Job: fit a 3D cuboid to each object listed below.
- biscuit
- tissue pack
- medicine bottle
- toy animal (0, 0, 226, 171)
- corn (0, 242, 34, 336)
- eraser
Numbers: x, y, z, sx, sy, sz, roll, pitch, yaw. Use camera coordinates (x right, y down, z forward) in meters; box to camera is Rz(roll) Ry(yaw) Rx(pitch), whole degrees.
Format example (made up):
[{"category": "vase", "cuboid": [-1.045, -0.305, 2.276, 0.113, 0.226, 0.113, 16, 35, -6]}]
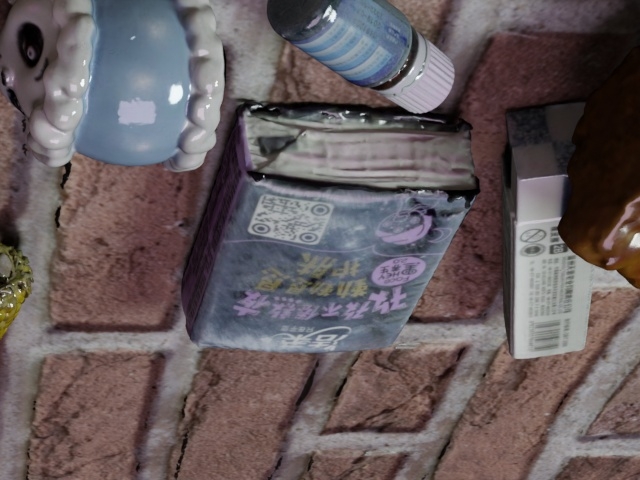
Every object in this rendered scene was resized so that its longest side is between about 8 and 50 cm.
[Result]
[{"category": "biscuit", "cuboid": [0.443, -0.111, 1.678, 0.343, 0.166, 0.395, 20, 121, -41]}, {"category": "tissue pack", "cuboid": [0.000, 0.000, 1.882, 0.259, 0.122, 0.361, 2, 150, -13]}, {"category": "medicine bottle", "cuboid": [0.043, -0.186, 1.611, 0.083, 0.083, 0.203, -29, 142, 31]}, {"category": "toy animal", "cuboid": [-0.190, -0.144, 1.564, 0.204, 0.156, 0.208, 0, 145, -20]}, {"category": "corn", "cuboid": [-0.415, 0.099, 1.962, 0.115, 0.115, 0.318, 9, 145, -26]}, {"category": "eraser", "cuboid": [0.255, -0.001, 1.952, 0.098, 0.096, 0.404, -7, 148, 1]}]
